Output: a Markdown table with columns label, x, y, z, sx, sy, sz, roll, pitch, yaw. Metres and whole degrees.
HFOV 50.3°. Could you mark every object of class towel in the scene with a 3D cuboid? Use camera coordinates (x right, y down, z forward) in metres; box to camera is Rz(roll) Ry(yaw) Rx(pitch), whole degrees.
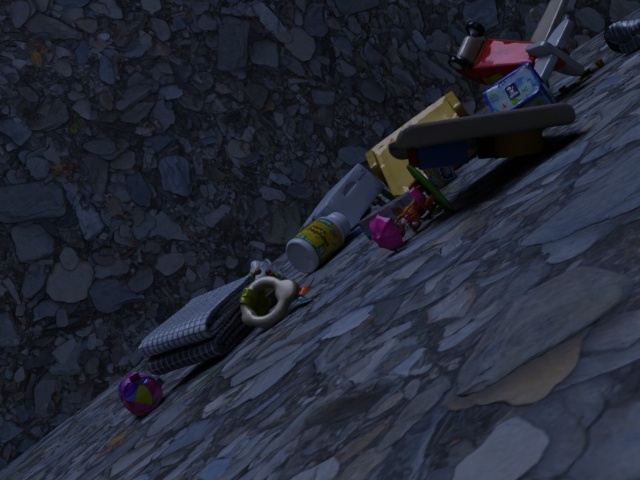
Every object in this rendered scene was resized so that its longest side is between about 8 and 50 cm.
| label | x | y | z | sx | sy | sz | roll | pitch | yaw |
| --- | --- | --- | --- | --- | --- | --- | --- | --- | --- |
| towel | -0.296 | 0.224 | 1.754 | 0.234 | 0.121 | 0.284 | -22 | 11 | 28 |

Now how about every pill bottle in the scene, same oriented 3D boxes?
| label | x | y | z | sx | sy | sz | roll | pitch | yaw |
| --- | --- | --- | --- | --- | --- | --- | --- | --- | --- |
| pill bottle | 0.000 | 0.000 | 2.070 | 0.208 | 0.118 | 0.117 | -40 | 5 | -40 |

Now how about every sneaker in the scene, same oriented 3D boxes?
| label | x | y | z | sx | sy | sz | roll | pitch | yaw |
| --- | --- | --- | --- | --- | --- | --- | --- | --- | --- |
| sneaker | 0.843 | -0.550 | 1.738 | 0.132 | 0.086 | 0.228 | -32 | 13 | -10 |
| sneaker | -0.221 | 0.132 | 2.419 | 0.090 | 0.115 | 0.232 | -34 | 4 | 21 |

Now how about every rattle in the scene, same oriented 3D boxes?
| label | x | y | z | sx | sy | sz | roll | pitch | yaw |
| --- | --- | --- | --- | --- | --- | --- | --- | --- | --- |
| rattle | -0.080 | 0.153 | 1.609 | 0.199 | 0.143 | 0.130 | -20 | 41 | 14 |

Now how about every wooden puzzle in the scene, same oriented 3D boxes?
| label | x | y | z | sx | sy | sz | roll | pitch | yaw |
| --- | --- | --- | --- | --- | --- | --- | --- | --- | --- |
| wooden puzzle | 0.305 | -0.192 | 1.371 | 0.321 | 0.081 | 0.348 | -7 | 2 | 4 |

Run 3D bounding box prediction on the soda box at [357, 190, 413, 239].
| label | x | y | z | sx | sy | sz | roll | pitch | yaw |
| --- | --- | --- | --- | --- | --- | --- | --- | --- | --- |
| soda box | 0.178 | -0.063 | 1.749 | 0.063 | 0.058 | 0.183 | -39 | 6 | -36 |

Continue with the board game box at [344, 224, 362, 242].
| label | x | y | z | sx | sy | sz | roll | pitch | yaw |
| --- | --- | --- | --- | --- | --- | --- | --- | --- | --- |
| board game box | 0.115 | -0.031 | 2.173 | 0.090 | 0.020 | 0.090 | -41 | 6 | -40 |

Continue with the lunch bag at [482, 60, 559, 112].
| label | x | y | z | sx | sy | sz | roll | pitch | yaw |
| --- | --- | --- | --- | --- | --- | --- | --- | --- | --- |
| lunch bag | 0.473 | -0.321 | 1.594 | 0.128 | 0.151 | 0.096 | -33 | 4 | 27 |

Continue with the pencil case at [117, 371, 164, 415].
| label | x | y | z | sx | sy | sz | roll | pitch | yaw |
| --- | --- | --- | --- | --- | --- | --- | --- | --- | --- |
| pencil case | -0.451 | 0.373 | 1.693 | 0.104 | 0.104 | 0.236 | -37 | 3 | -22 |

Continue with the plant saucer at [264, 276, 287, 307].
| label | x | y | z | sx | sy | sz | roll | pitch | yaw |
| --- | --- | --- | --- | --- | --- | --- | --- | --- | --- |
| plant saucer | -0.204 | 0.203 | 2.005 | 0.277 | 0.041 | 0.278 | -35 | 3 | 2 |

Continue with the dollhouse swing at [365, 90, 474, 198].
| label | x | y | z | sx | sy | sz | roll | pitch | yaw |
| --- | --- | --- | --- | --- | --- | --- | --- | --- | --- |
| dollhouse swing | 0.374 | -0.244 | 2.200 | 0.346 | 0.305 | 0.315 | -35 | -37 | 14 |

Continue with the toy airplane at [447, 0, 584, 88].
| label | x | y | z | sx | sy | sz | roll | pitch | yaw |
| --- | --- | --- | --- | --- | --- | --- | --- | --- | --- |
| toy airplane | 0.584 | -0.487 | 1.933 | 0.386 | 0.272 | 0.385 | -33 | 45 | 30 |

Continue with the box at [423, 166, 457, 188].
| label | x | y | z | sx | sy | sz | roll | pitch | yaw |
| --- | --- | --- | --- | --- | --- | --- | --- | --- | --- |
| box | 0.293 | -0.223 | 1.835 | 0.054 | 0.169 | 0.059 | -36 | 3 | -12 |

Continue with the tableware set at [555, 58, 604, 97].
| label | x | y | z | sx | sy | sz | roll | pitch | yaw |
| --- | --- | --- | --- | --- | --- | --- | --- | --- | --- |
| tableware set | 0.737 | -0.463 | 1.931 | 0.154 | 0.024 | 0.104 | -36 | 4 | -6 |

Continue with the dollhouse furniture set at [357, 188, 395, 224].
| label | x | y | z | sx | sy | sz | roll | pitch | yaw |
| --- | --- | --- | --- | --- | --- | --- | --- | --- | --- |
| dollhouse furniture set | 0.195 | -0.106 | 2.360 | 0.152 | 0.058 | 0.076 | -55 | 5 | 21 |

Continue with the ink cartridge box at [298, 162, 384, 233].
| label | x | y | z | sx | sy | sz | roll | pitch | yaw |
| --- | --- | --- | --- | --- | --- | --- | --- | --- | --- |
| ink cartridge box | 0.065 | -0.106 | 2.310 | 0.211 | 0.121 | 0.289 | -53 | 6 | -24 |

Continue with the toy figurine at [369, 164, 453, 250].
| label | x | y | z | sx | sy | sz | roll | pitch | yaw |
| --- | --- | --- | --- | --- | --- | --- | --- | --- | --- |
| toy figurine | 0.172 | -0.048 | 1.390 | 0.159 | 0.130 | 0.173 | -45 | -19 | 4 |

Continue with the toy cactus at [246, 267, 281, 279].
| label | x | y | z | sx | sy | sz | roll | pitch | yaw |
| --- | --- | --- | --- | --- | --- | --- | --- | --- | --- |
| toy cactus | -0.198 | 0.158 | 2.240 | 0.219 | 0.112 | 0.180 | -37 | -16 | 24 |
